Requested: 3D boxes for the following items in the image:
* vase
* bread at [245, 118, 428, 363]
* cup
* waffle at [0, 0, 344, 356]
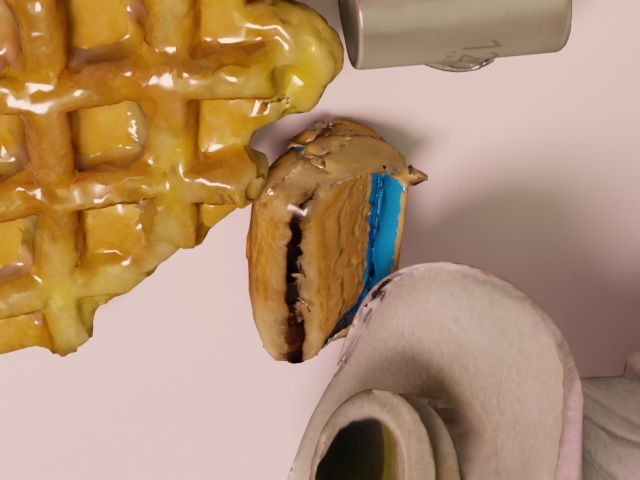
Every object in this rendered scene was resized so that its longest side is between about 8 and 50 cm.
[{"bbox_3d":[0.201,0.143,0.632,0.446,0.250,0.250,15,121,-30],"label":"vase"},{"bbox_3d":[0.000,0.000,0.590,0.072,0.053,0.106,-23,136,-29],"label":"bread"},{"bbox_3d":[0.050,-0.096,0.538,0.083,0.075,0.054,-8,92,-6],"label":"cup"},{"bbox_3d":[-0.159,-0.069,0.480,0.325,0.068,0.302,-44,126,16],"label":"waffle"}]
